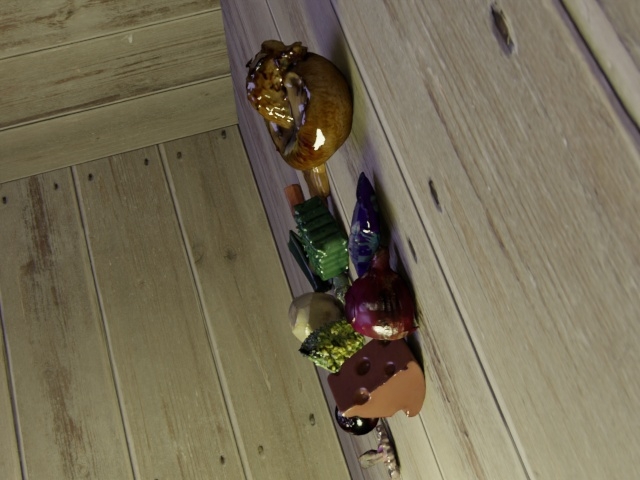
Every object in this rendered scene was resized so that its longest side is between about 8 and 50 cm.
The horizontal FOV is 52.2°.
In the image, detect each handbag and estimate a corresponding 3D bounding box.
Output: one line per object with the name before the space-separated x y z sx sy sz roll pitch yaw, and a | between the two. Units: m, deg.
handbag | -0.039 0.084 2.425 0.247 0.079 0.260 103 143 -77

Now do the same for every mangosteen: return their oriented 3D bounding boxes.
mangosteen | 0.123 0.551 2.112 0.152 0.153 0.152 164 90 -82

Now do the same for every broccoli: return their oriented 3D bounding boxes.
broccoli | 0.084 0.345 2.081 0.180 0.273 0.242 -62 -8 -7

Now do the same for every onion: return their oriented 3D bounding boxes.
onion | 0.112 0.112 1.355 0.173 0.136 0.198 -164 61 -77

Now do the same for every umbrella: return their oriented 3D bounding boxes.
umbrella | 0.070 0.146 1.942 0.143 0.062 0.067 -111 4 -51

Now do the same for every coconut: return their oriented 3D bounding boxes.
coconut | -0.008 0.271 2.281 0.194 0.195 0.194 164 90 -82

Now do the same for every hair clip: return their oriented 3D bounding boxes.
hair clip | 0.195 0.691 2.108 0.300 0.069 0.172 118 135 -64

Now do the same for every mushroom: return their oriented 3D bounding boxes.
mushroom | -0.039 -0.293 1.369 0.263 0.195 0.283 55 177 43

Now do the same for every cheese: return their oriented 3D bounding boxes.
cheese | 0.154 0.322 1.459 0.177 0.203 0.128 41 -167 -38

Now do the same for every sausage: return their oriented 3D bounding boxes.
sausage | -0.083 -0.125 2.444 0.065 0.065 0.169 113 139 -77

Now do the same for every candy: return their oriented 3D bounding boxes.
candy | 0.094 -0.017 1.407 0.275 0.070 0.145 87 -176 -55

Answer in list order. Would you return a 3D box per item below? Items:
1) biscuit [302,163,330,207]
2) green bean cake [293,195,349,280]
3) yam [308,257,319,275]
biscuit | -0.040 -0.255 1.959 0.269 0.051 0.375 -124 19 -68
green bean cake | 0.000 0.000 1.912 0.193 0.107 0.208 56 168 29
yam | -0.004 0.051 2.201 0.179 0.078 0.078 90 162 -59
